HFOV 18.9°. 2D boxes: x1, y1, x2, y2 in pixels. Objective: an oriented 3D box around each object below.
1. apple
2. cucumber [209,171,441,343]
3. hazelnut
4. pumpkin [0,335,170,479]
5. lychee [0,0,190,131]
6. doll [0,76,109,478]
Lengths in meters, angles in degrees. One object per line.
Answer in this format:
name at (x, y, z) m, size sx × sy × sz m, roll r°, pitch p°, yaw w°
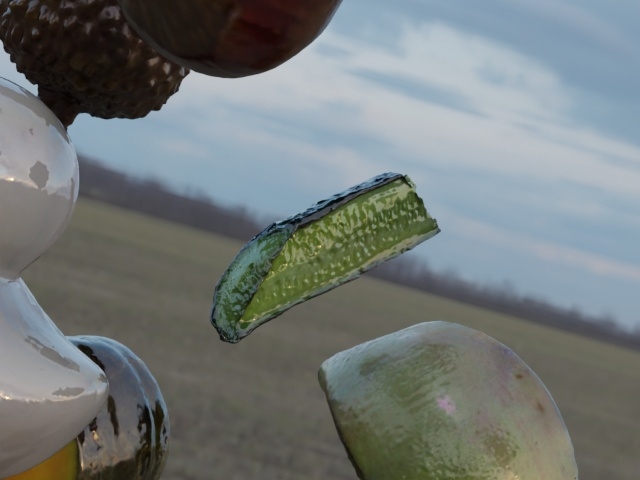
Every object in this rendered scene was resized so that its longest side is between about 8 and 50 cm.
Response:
apple at (0.122, 0.189, 1.765) m, size 0.265 × 0.193 × 0.120 m, roll 60°, pitch 14°, yaw 8°
cucumber at (0.000, 0.000, 1.431) m, size 0.220 × 0.070 × 0.046 m, roll -28°, pitch 43°, yaw -34°
hazelnut at (-0.074, -0.212, 1.481) m, size 0.201 × 0.160 × 0.170 m, roll 19°, pitch -40°, yaw 48°
pumpkin at (-0.296, 0.192, 1.720) m, size 0.317 × 0.222 × 0.139 m, roll 0°, pitch 1°, yaw 22°
lychee at (-0.204, -0.202, 1.788) m, size 0.200 × 0.238 × 0.200 m, roll 23°, pitch 3°, yaw -1°
doll at (-0.218, 0.013, 1.174) m, size 0.251 × 0.221 × 0.221 m, roll 48°, pitch 5°, yaw 9°
